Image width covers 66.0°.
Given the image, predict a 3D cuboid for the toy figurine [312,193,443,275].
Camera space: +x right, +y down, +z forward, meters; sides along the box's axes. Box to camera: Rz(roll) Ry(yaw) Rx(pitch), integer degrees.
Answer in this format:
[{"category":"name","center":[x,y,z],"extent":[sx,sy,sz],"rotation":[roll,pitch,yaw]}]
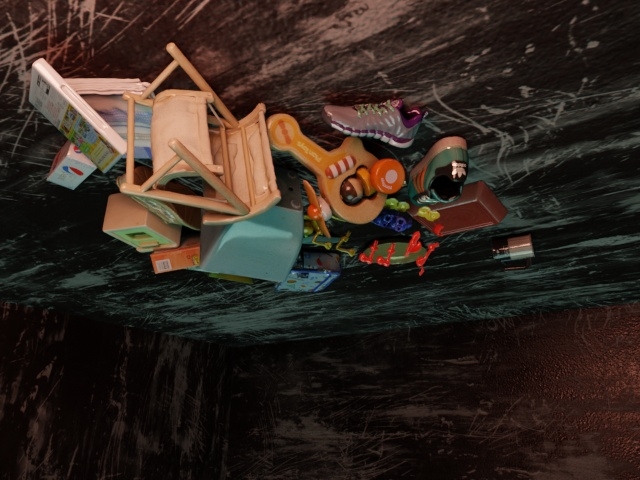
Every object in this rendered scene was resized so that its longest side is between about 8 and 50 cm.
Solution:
[{"category":"toy figurine","center":[0.143,-0.053,1.423],"extent":[0.363,0.191,0.217],"rotation":[14,-167,-12]}]

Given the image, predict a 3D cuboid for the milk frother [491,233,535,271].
[{"category":"milk frother","center":[0.697,0.036,1.775],"extent":[0.135,0.129,0.143],"rotation":[-9,-160,25]}]

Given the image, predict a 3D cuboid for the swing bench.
[{"category":"swing bench","center":[-0.228,-0.183,0.952],"extent":[0.165,0.253,0.255],"rotation":[-31,144,29]}]

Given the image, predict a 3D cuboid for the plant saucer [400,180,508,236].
[{"category":"plant saucer","center":[0.417,-0.082,1.519],"extent":[0.259,0.047,0.258],"rotation":[-13,155,33]}]

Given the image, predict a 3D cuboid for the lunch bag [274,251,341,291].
[{"category":"lunch bag","center":[-0.051,0.130,1.995],"extent":[0.243,0.114,0.303],"rotation":[6,159,-18]}]

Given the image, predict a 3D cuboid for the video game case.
[{"category":"video game case","center":[-0.482,-0.233,0.975],"extent":[0.206,0.026,0.227],"rotation":[49,155,-21]}]

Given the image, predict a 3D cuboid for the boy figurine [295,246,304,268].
[{"category":"boy figurine","center":[-0.205,0.050,1.797],"extent":[0.286,0.092,0.177],"rotation":[-2,136,3]}]

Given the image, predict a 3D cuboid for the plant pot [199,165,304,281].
[{"category":"plant pot","center":[-0.167,-0.071,1.324],"extent":[0.248,0.247,0.252],"rotation":[11,138,-25]}]

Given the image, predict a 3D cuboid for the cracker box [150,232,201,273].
[{"category":"cracker box","center":[-0.451,0.036,1.630],"extent":[0.156,0.067,0.232],"rotation":[-10,-166,-2]}]

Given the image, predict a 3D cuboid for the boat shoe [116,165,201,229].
[{"category":"boat shoe","center":[-0.440,-0.115,1.403],"extent":[0.089,0.104,0.285],"rotation":[-8,147,33]}]

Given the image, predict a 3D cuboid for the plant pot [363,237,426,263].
[{"category":"plant pot","center":[0.277,0.038,1.852],"extent":[0.237,0.032,0.236],"rotation":[0,159,0]}]

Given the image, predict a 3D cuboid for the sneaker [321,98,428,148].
[{"category":"sneaker","center":[0.114,-0.270,1.039],"extent":[0.224,0.083,0.098],"rotation":[8,134,-24]}]

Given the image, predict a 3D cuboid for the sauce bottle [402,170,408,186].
[{"category":"sauce bottle","center":[0.173,-0.160,1.334],"extent":[0.128,0.042,0.042],"rotation":[-4,159,26]}]

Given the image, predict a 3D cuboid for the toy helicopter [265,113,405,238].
[{"category":"toy helicopter","center":[0.006,-0.155,1.144],"extent":[0.355,0.234,0.140],"rotation":[33,178,-26]}]

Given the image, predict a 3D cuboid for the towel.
[{"category":"towel","center":[-0.444,-0.261,1.104],"extent":[0.210,0.034,0.285],"rotation":[1,159,0]}]

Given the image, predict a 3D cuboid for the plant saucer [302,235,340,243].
[{"category":"plant saucer","center":[0.000,0.000,1.708],"extent":[0.067,0.018,0.192],"rotation":[-11,174,29]}]

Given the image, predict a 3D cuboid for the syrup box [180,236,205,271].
[{"category":"syrup box","center":[-0.476,0.052,1.822],"extent":[0.237,0.096,0.093],"rotation":[9,159,-21]}]

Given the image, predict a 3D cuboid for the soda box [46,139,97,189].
[{"category":"soda box","center":[-0.596,-0.191,1.195],"extent":[0.069,0.073,0.216],"rotation":[23,157,-35]}]

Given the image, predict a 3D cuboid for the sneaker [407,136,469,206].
[{"category":"sneaker","center":[0.295,-0.139,1.272],"extent":[0.108,0.120,0.302],"rotation":[2,159,-5]}]

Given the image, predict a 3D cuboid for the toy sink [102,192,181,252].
[{"category":"toy sink","center":[-0.523,-0.046,1.523],"extent":[0.153,0.131,0.234],"rotation":[-6,158,17]}]

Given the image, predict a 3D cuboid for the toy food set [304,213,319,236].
[{"category":"toy food set","center":[-0.109,-0.027,1.642],"extent":[0.218,0.071,0.128],"rotation":[-7,157,21]}]

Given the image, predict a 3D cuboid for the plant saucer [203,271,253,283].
[{"category":"plant saucer","center":[-0.382,0.121,1.995],"extent":[0.189,0.045,0.188],"rotation":[13,-178,-30]}]
